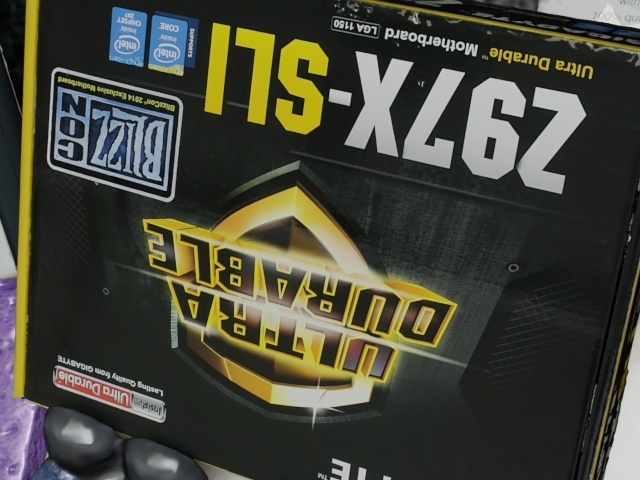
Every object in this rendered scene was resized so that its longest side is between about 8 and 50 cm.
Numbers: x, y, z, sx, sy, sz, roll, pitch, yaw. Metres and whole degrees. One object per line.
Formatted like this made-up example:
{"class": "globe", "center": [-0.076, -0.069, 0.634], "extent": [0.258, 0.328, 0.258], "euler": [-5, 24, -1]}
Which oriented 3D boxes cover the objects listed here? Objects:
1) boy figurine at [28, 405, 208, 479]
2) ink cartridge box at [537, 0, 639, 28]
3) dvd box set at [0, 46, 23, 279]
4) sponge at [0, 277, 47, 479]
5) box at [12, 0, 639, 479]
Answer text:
{"class": "boy figurine", "center": [-0.164, 0.227, 0.584], "extent": [0.177, 0.092, 0.285], "euler": [23, 63, 10]}
{"class": "ink cartridge box", "center": [0.195, -0.096, 0.627], "extent": [0.160, 0.092, 0.219], "euler": [7, 81, 15]}
{"class": "dvd box set", "center": [-0.388, -0.095, 0.689], "extent": [0.420, 0.062, 0.308], "euler": [-8, 107, 17]}
{"class": "sponge", "center": [-0.223, 0.119, 0.715], "extent": [0.117, 0.031, 0.210], "euler": [7, 81, 15]}
{"class": "box", "center": [0.000, 0.000, 0.595], "extent": [0.322, 0.079, 0.257], "euler": [15, 109, 21]}
